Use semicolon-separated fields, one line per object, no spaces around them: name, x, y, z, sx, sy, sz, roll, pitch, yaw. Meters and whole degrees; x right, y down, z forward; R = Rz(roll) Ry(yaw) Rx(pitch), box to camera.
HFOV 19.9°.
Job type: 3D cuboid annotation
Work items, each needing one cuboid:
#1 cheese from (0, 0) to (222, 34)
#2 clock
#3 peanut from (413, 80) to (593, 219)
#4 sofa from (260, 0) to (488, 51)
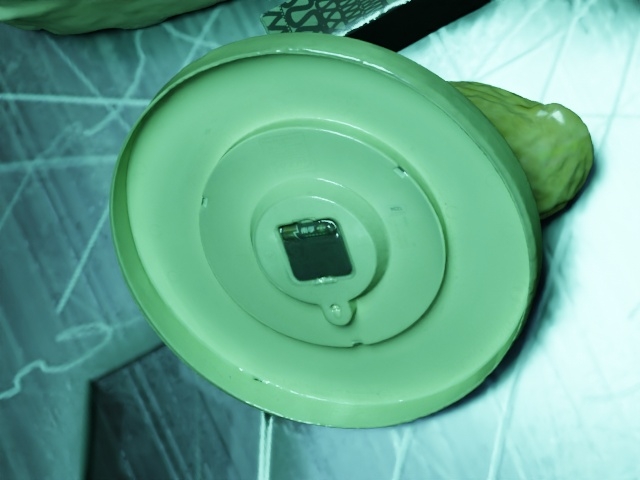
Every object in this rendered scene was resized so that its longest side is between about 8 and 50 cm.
cheese;-0.138;-0.266;1.026;0.332;0.153;0.292;-24;80;12
clock;0.000;0.000;0.965;0.235;0.029;0.235;9;125;14
peanut;0.051;-0.041;0.993;0.194;0.083;0.093;2;92;15
sofa;0.031;-0.130;1.018;0.118;0.060;0.039;-26;73;13
